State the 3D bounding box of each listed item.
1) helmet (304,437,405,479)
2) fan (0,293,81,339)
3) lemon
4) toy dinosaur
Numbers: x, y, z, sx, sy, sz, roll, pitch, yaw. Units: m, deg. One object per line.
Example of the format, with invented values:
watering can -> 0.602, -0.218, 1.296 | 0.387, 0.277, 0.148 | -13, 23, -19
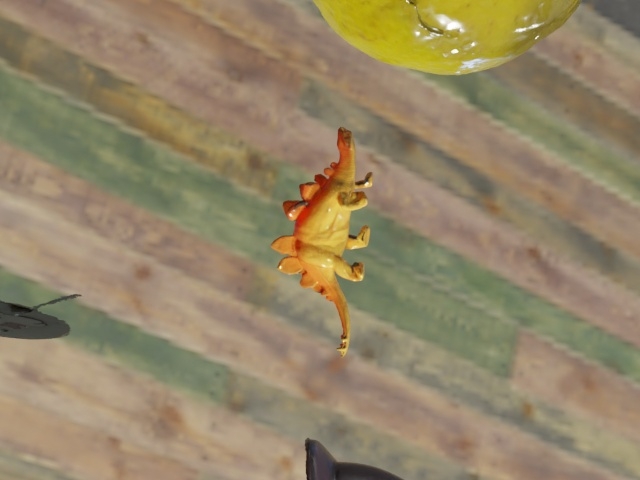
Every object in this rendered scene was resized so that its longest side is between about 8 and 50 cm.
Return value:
helmet -> 0.068, 0.382, 1.740 | 0.197, 0.338, 0.271 | 3, -160, -2
fan -> -0.405, 0.099, 2.176 | 0.190, 0.009, 0.329 | 14, -170, 15
lemon -> 0.106, -0.274, 1.358 | 0.293, 0.293, 0.293 | 12, 159, 5
toy dinosaur -> 0.000, 0.000, 1.939 | 0.117, 0.288, 0.070 | 8, -161, 6
